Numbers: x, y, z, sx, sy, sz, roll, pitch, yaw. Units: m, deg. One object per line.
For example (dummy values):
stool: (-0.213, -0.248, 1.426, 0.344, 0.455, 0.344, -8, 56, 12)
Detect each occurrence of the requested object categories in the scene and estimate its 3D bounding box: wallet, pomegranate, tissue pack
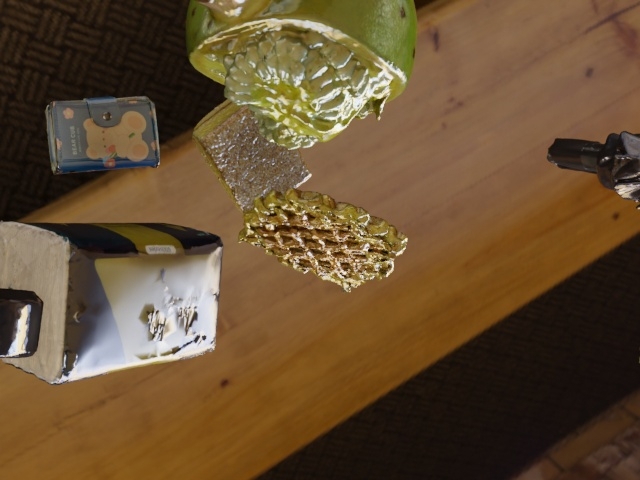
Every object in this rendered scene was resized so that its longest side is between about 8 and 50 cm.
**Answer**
wallet: (-0.407, -0.200, 1.611, 0.202, 0.059, 0.141, -7, 92, -29)
pomegranate: (-0.036, -0.246, 0.921, 0.260, 0.260, 0.340, -50, 147, 1)
tissue pack: (-0.402, 0.101, 1.651, 0.416, 0.253, 0.264, -1, 101, -57)

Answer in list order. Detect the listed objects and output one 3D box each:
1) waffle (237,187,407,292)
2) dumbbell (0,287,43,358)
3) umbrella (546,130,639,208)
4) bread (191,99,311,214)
waffle: (0.001, -0.002, 1.297, 0.245, 0.254, 0.052, 23, 65, -13)
dumbbell: (-0.425, 0.206, 0.936, 0.203, 0.203, 0.323, 8, 84, -30)
umbrella: (0.356, -0.075, 0.875, 0.118, 0.340, 0.118, -5, 103, -24)
bread: (-0.149, -0.189, 1.833, 0.184, 0.110, 0.234, -37, 126, -11)
